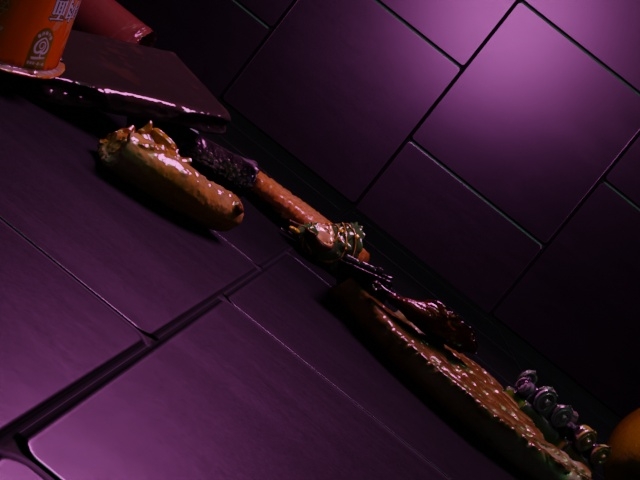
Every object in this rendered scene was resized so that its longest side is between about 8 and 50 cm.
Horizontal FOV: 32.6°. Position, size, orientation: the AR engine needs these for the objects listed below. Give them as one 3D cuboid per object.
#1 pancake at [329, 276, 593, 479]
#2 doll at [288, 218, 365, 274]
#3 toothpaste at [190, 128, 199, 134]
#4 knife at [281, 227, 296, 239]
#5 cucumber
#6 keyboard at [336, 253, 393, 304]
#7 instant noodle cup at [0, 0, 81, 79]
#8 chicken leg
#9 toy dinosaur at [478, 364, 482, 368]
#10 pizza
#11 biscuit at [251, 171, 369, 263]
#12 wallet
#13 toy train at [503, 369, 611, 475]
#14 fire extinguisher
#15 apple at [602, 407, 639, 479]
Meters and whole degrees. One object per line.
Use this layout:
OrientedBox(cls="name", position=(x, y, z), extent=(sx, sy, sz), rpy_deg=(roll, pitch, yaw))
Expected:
OrientedBox(cls="pancake", position=(0.155, 0.165, 1.250), extent=(0.376, 0.054, 0.197), rpy_deg=(42, 13, 21))
OrientedBox(cls="doll", position=(0.000, 0.010, 1.535), extent=(0.113, 0.076, 0.078), rpy_deg=(0, 16, -32))
OrientedBox(cls="toothpaste", position=(-0.238, -0.176, 1.543), extent=(0.164, 0.034, 0.046), rpy_deg=(34, 11, -37))
OrientedBox(cls="knife", position=(-0.013, 0.010, 1.595), extent=(0.023, 0.010, 0.170), rpy_deg=(44, 7, 35))
OrientedBox(cls="cucumber", position=(-0.157, -0.103, 1.364), extent=(0.067, 0.067, 0.245), rpy_deg=(42, 9, 31))
OrientedBox(cls="keyboard", position=(0.054, 0.050, 1.364), extent=(0.072, 0.023, 0.231), rpy_deg=(28, -8, 5))
OrientedBox(cls="instant noodle cup", position=(-0.312, -0.288, 1.039), extent=(0.230, 0.182, 0.230), rpy_deg=(28, 16, -9))
OrientedBox(cls="chicken leg", position=(0.120, 0.087, 1.235), extent=(0.145, 0.037, 0.062), rpy_deg=(33, -10, -22))
OrientedBox(cls="toy dinosaur", position=(0.242, 0.220, 1.450), extent=(0.220, 0.032, 0.108), rpy_deg=(47, -1, -21))
OrientedBox(cls="pizza", position=(-0.158, -0.075, 1.128), extent=(0.182, 0.062, 0.161), rpy_deg=(32, 3, -37))
OrientedBox(cls="biscuit", position=(-0.027, -0.036, 1.701), extent=(0.254, 0.035, 0.254), rpy_deg=(36, 3, -2))
OrientedBox(cls="wallet", position=(-0.244, -0.189, 1.240), extent=(0.309, 0.042, 0.165), rpy_deg=(5, 35, -51))
OrientedBox(cls="toy train", position=(0.293, 0.241, 1.385), extent=(0.202, 0.081, 0.060), rpy_deg=(43, 3, -34))
OrientedBox(cls="fire extinguisher", position=(-0.419, -0.379, 1.726), extent=(0.337, 0.106, 0.147), rpy_deg=(39, -19, 4))
OrientedBox(cls="apple", position=(0.471, 0.306, 1.459), extent=(0.157, 0.196, 0.196), rpy_deg=(-14, 43, -36))
